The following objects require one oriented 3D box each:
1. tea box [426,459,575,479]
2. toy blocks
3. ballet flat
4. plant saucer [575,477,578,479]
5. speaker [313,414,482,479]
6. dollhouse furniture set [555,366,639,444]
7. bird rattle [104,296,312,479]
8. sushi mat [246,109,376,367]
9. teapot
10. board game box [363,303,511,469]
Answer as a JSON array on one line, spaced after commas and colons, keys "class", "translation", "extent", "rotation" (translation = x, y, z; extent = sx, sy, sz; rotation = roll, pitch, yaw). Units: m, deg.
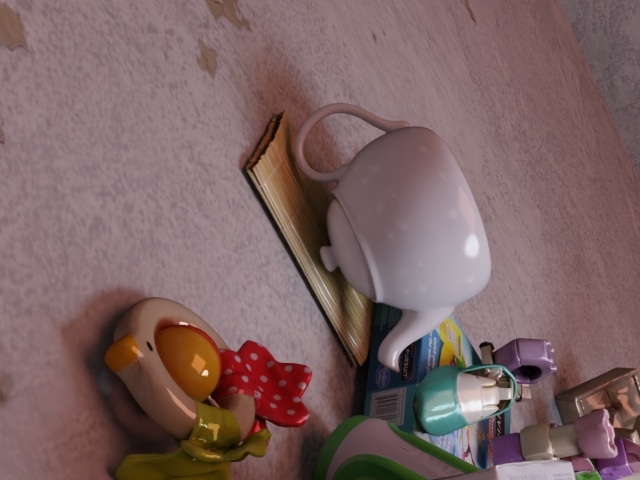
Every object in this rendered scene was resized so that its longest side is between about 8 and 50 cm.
[{"class": "tea box", "translation": [0.080, 0.391, 1.062], "extent": [0.220, 0.329, 0.323], "rotation": [16, 61, -60]}, {"class": "toy blocks", "translation": [0.398, 0.304, 1.606], "extent": [0.288, 0.260, 0.309], "rotation": [52, 28, -47]}, {"class": "ballet flat", "translation": [0.194, 0.193, 1.459], "extent": [0.247, 0.087, 0.083], "rotation": [-1, 80, -64]}, {"class": "plant saucer", "translation": [0.322, 0.442, 1.311], "extent": [0.400, 0.101, 0.400], "rotation": [170, -90, -72]}, {"class": "speaker", "translation": [0.137, 0.299, 1.256], "extent": [0.131, 0.296, 0.131], "rotation": [-28, 129, -41]}, {"class": "dollhouse furniture set", "translation": [0.626, 0.381, 2.062], "extent": [0.362, 0.394, 0.256], "rotation": [-21, 93, -21]}, {"class": "bird rattle", "translation": [-0.105, 0.136, 1.089], "extent": [0.207, 0.143, 0.253], "rotation": [51, 27, -8]}, {"class": "sushi mat", "translation": [0.000, 0.000, 1.481], "extent": [0.316, 0.019, 0.151], "rotation": [62, 27, -24]}, {"class": "teapot", "translation": [0.086, -0.016, 1.446], "extent": [0.256, 0.187, 0.252], "rotation": [-116, -172, -46]}, {"class": "board game box", "translation": [0.171, 0.249, 1.583], "extent": [0.336, 0.079, 0.253], "rotation": [54, 32, -40]}]
